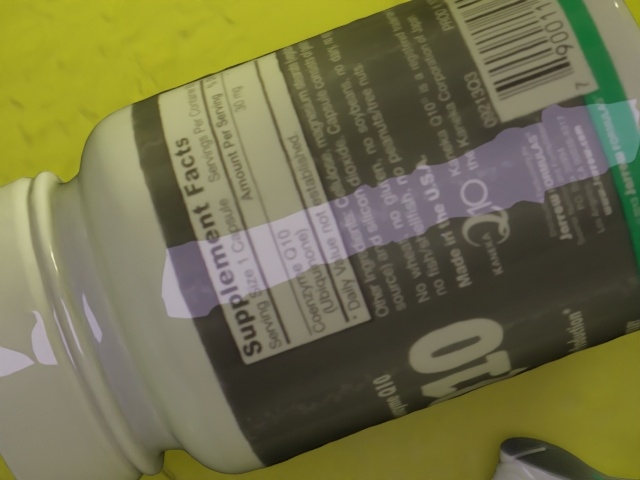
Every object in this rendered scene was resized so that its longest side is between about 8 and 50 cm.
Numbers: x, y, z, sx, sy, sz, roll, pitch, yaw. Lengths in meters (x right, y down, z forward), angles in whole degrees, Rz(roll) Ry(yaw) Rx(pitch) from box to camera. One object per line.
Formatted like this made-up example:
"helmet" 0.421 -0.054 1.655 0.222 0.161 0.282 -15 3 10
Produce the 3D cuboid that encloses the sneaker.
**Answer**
"sneaker" 0.165 0.165 0.923 0.152 0.053 0.061 21 106 5

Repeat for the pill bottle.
"pill bottle" 0.000 0.000 0.853 0.361 0.204 0.204 -20 88 2
